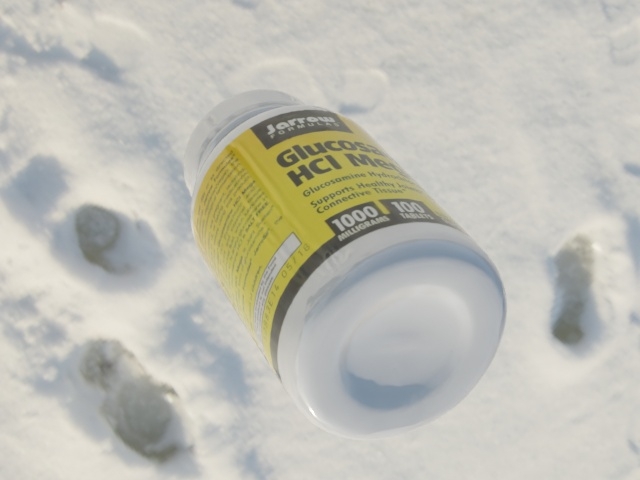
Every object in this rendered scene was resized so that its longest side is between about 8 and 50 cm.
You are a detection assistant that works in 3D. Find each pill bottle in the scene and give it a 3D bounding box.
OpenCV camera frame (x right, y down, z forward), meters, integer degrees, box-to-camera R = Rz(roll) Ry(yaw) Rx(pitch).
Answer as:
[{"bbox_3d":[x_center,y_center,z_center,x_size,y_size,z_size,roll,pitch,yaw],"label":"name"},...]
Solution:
[{"bbox_3d":[0.000,0.000,1.056,0.188,0.334,0.187,-13,124,-20],"label":"pill bottle"}]
